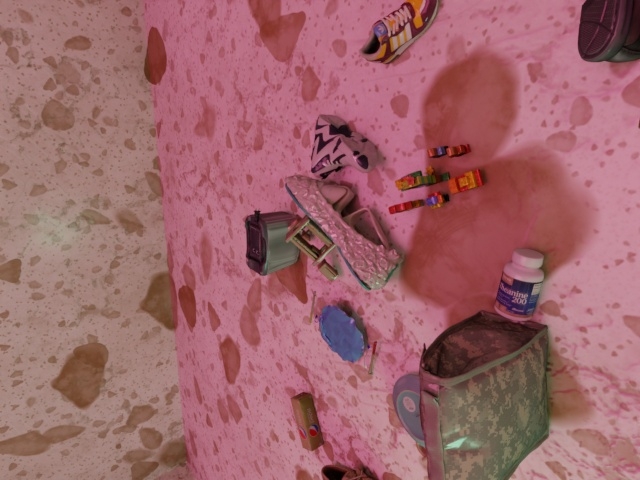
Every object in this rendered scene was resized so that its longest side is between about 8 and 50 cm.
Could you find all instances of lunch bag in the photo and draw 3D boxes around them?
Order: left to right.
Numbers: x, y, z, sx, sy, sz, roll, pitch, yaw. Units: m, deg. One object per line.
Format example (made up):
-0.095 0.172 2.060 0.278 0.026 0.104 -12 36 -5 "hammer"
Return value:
0.272 0.287 0.721 0.168 0.287 0.236 6 106 51 "lunch bag"

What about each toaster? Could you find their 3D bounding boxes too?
-0.154 -0.005 1.294 0.129 0.146 0.227 22 118 46 "toaster"

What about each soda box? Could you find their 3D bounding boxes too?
-0.047 0.635 1.420 0.061 0.058 0.181 -17 88 53 "soda box"

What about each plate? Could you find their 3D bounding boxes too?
0.240 0.423 0.985 0.188 0.024 0.188 22 118 49 "plate"

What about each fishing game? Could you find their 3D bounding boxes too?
0.065 0.273 1.187 0.264 0.041 0.189 32 132 36 "fishing game"

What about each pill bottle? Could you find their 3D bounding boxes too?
0.360 0.078 0.726 0.067 0.067 0.120 27 121 45 "pill bottle"

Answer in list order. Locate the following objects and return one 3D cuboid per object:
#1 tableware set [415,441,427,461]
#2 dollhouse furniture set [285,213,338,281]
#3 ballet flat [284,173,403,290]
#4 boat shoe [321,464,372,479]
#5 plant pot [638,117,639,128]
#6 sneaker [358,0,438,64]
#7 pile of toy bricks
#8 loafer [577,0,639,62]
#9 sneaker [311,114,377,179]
0.266 0.467 1.000 0.169 0.020 0.141 60 140 20 "tableware set"
0.000 0.000 1.189 0.182 0.161 0.101 43 103 -15 "dollhouse furniture set"
0.065 -0.055 1.043 0.409 0.147 0.147 52 136 25 "ballet flat"
0.099 0.756 1.216 0.341 0.121 0.110 -31 77 53 "boat shoe"
0.492 -0.222 0.342 0.293 0.274 0.275 17 114 32 "plant pot"
0.156 -0.434 0.821 0.185 0.083 0.070 -42 67 49 "sneaker"
0.210 -0.121 0.828 0.212 0.105 0.118 -18 86 53 "pile of toy bricks"
0.416 -0.376 0.531 0.096 0.084 0.268 -117 30 -72 "loafer"
0.047 -0.201 1.025 0.235 0.094 0.153 48 135 33 "sneaker"
